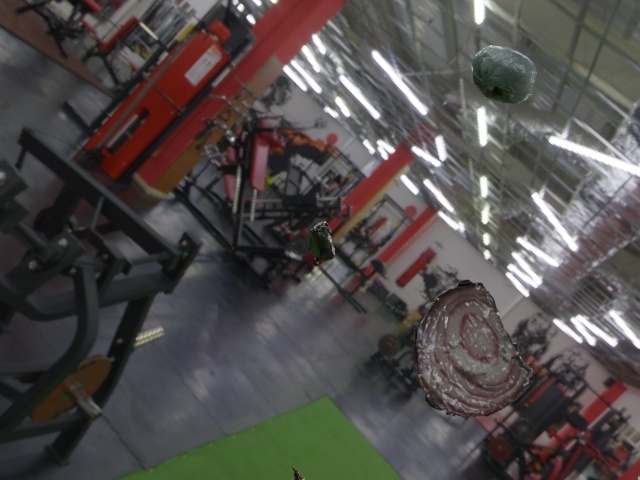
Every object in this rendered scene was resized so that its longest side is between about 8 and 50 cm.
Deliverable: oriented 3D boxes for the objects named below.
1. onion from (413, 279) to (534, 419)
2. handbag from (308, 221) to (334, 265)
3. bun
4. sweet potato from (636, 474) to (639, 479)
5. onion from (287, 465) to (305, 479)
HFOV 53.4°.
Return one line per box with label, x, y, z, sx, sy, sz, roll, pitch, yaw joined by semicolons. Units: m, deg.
onion;0.329;0.269;1.541;0.314;0.280;0.146;67;-18;2
handbag;0.000;0.000;1.249;0.111;0.047;0.072;85;-12;-60
bun;0.370;-0.332;1.309;0.141;0.083;0.141;30;-9;5
sweet potato;0.723;0.598;1.416;0.054;0.053;0.182;19;32;14
onion;-0.013;0.553;1.214;0.273;0.273;0.285;43;33;-21
